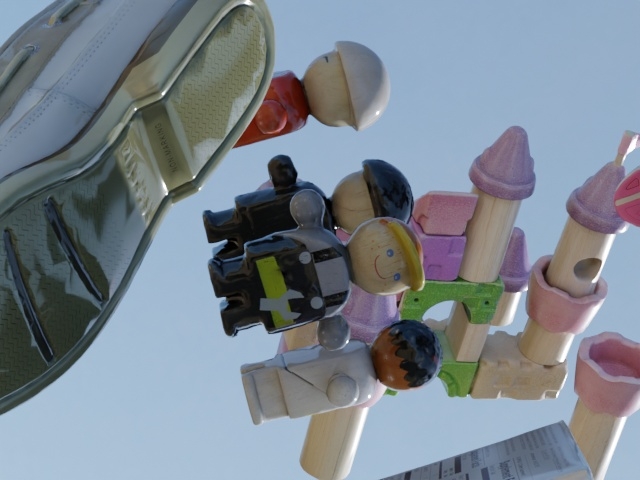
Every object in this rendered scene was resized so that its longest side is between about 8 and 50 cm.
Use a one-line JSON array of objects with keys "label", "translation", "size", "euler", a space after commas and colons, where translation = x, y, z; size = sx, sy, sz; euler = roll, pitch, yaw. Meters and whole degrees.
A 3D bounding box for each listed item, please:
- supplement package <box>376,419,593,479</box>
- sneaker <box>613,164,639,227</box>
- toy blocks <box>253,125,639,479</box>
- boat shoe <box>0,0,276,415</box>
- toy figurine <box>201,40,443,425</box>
[{"label": "supplement package", "translation": [0.112, 0.251, 1.063], "size": [0.204, 0.145, 0.262], "euler": [-28, 100, -86]}, {"label": "sneaker", "translation": [0.300, -0.057, 1.488], "size": [0.075, 0.170, 0.063], "euler": [-98, 163, -82]}, {"label": "toy blocks", "translation": [0.104, 0.006, 1.595], "size": [0.309, 0.288, 0.260], "euler": [-111, -151, -53]}, {"label": "boat shoe", "translation": [-0.141, -0.024, 0.949], "size": [0.103, 0.302, 0.113], "euler": [17, -44, 28]}, {"label": "toy figurine", "translation": [0.000, 0.000, 1.291], "size": [0.213, 0.148, 0.210], "euler": [78, -4, -54]}]
